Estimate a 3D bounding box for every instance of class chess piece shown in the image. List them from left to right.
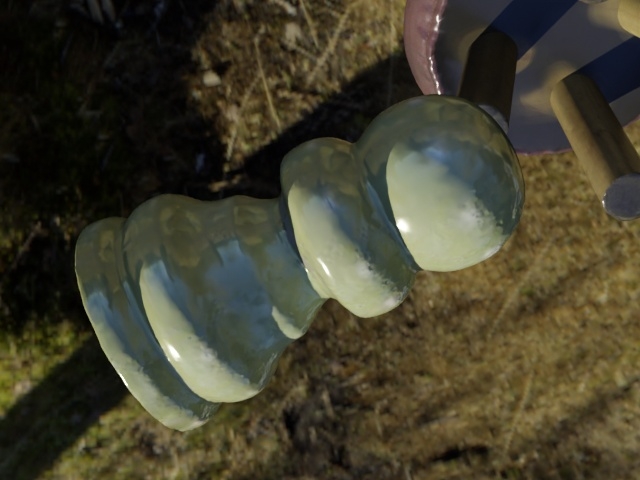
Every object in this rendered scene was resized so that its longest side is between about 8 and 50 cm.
[{"bbox_3d":[0.000,0.000,0.666,0.251,0.144,0.144,-26,133,10],"label":"chess piece"}]

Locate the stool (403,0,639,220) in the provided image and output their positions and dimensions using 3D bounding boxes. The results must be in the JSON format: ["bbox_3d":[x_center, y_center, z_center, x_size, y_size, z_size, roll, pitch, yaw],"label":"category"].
[{"bbox_3d":[0.219,-0.164,0.955,0.272,0.178,0.272,-4,125,-6],"label":"stool"}]
